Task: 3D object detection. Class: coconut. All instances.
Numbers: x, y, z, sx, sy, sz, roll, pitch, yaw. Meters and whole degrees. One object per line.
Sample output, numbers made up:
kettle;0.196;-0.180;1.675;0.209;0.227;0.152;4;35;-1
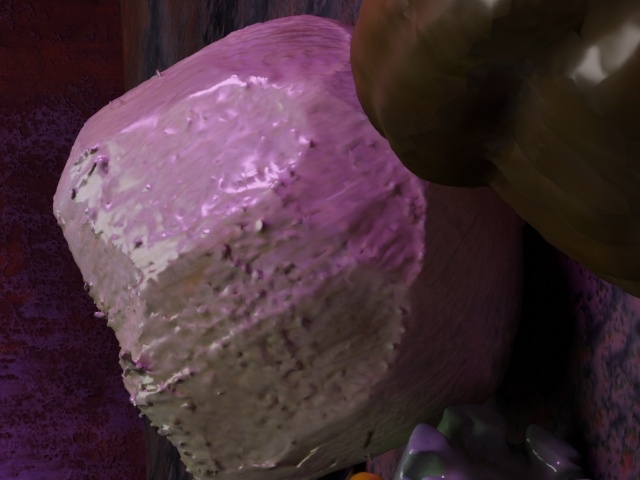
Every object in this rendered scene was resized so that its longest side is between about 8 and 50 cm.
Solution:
coconut;0.000;0.000;1.218;0.297;0.255;0.297;57;-164;-27

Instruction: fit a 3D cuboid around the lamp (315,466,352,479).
lamp;0.024;0.330;1.629;0.130;0.109;0.371;-54;23;41

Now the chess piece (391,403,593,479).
chess piece;0.067;0.250;1.168;0.194;0.195;0.299;-107;29;-53

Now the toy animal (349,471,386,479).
toy animal;0.018;0.264;1.457;0.248;0.149;0.165;135;125;-83

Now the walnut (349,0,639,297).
walnut;0.137;-0.119;0.589;0.333;0.333;0.332;180;90;-78
